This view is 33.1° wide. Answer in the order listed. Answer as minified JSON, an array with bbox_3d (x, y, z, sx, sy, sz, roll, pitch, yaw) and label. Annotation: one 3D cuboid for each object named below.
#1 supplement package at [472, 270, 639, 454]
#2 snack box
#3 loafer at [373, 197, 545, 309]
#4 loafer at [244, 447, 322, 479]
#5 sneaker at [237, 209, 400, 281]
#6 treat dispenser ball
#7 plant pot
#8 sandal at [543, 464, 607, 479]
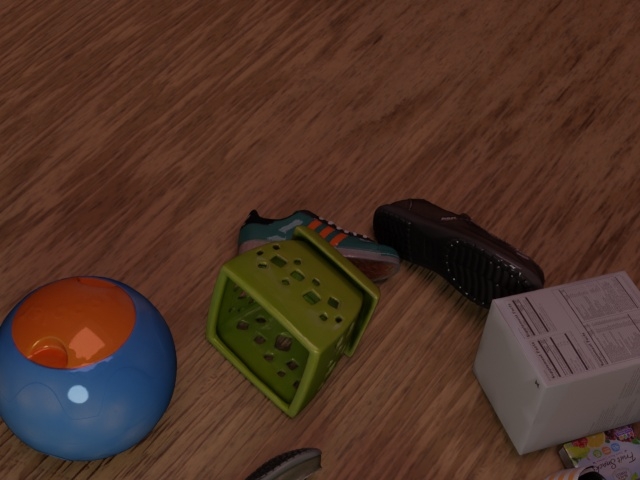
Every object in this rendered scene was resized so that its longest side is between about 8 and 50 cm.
[{"bbox_3d":[0.435,0.208,1.858,0.262,0.199,0.198,-11,48,-17],"label":"supplement package"},{"bbox_3d":[0.498,0.384,1.869,0.141,0.037,0.100,-15,61,-20],"label":"snack box"},{"bbox_3d":[0.269,0.004,1.981,0.366,0.134,0.130,31,47,30],"label":"loafer"},{"bbox_3d":[-0.093,0.420,1.715,0.251,0.094,0.087,-33,93,-18],"label":"loafer"},{"bbox_3d":[0.000,0.000,1.987,0.302,0.108,0.121,6,60,-5],"label":"sneaker"},{"bbox_3d":[-0.368,0.199,1.679,0.288,0.288,0.288,5,56,-7],"label":"treat dispenser ball"},{"bbox_3d":[-0.038,0.124,1.835,0.228,0.227,0.207,42,54,17],"label":"plant pot"},{"bbox_3d":[0.443,0.405,1.748,0.265,0.076,0.102,-6,24,28],"label":"sandal"}]
